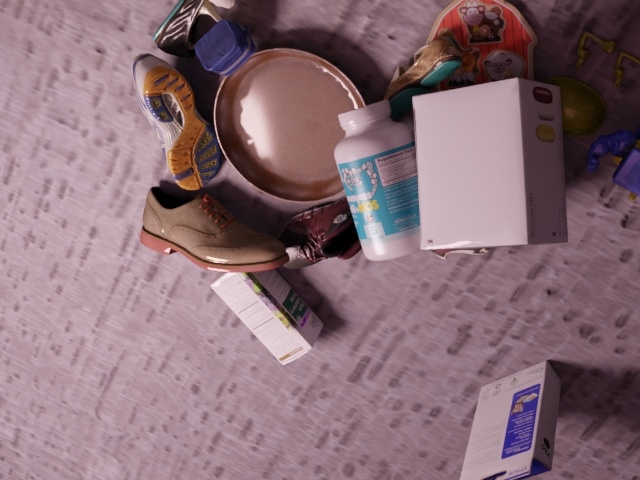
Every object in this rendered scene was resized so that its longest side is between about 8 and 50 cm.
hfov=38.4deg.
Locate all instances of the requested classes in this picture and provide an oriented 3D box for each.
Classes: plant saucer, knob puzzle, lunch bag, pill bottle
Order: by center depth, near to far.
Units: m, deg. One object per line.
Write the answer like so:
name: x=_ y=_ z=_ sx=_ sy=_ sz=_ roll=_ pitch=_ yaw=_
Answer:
knob puzzle: x=0.269 y=-0.332 z=1.560 sx=0.213 sy=0.030 sz=0.213 roll=9 pitch=122 yaw=15
pill bottle: x=0.112 y=-0.107 z=1.609 sx=0.146 sy=0.146 sz=0.264 roll=-14 pitch=97 yaw=26
lunch bag: x=-0.165 y=-0.347 z=1.649 sx=0.098 sy=0.065 sz=0.067 roll=-36 pitch=70 yaw=26
plant saucer: x=-0.047 y=-0.217 z=1.727 sx=0.311 sy=0.050 sz=0.310 roll=9 pitch=121 yaw=15

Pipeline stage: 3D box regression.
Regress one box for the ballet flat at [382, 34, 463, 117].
ballet flat: x=0.170 y=-0.287 z=1.599 sx=0.206 sy=0.073 sz=0.067 roll=-34 pitch=62 yaw=46

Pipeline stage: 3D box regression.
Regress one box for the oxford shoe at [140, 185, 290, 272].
oxford shoe: x=-0.219 y=-0.024 z=1.835 sx=0.348 sy=0.123 sz=0.130 roll=13 pitch=112 yaw=24

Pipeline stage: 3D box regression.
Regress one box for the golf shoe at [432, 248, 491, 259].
golf shoe: x=0.306 y=-0.042 z=1.692 sx=0.273 sy=0.105 sz=0.120 roll=-13 pitch=130 yaw=32

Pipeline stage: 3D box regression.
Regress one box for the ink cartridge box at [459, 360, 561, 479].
ink cartridge box: x=0.365 y=0.375 z=1.761 sx=0.165 sy=0.332 sz=0.065 roll=-29 pitch=106 yaw=32

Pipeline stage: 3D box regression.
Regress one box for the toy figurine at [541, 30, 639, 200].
toy figurine: x=0.519 y=-0.155 z=1.465 sx=0.363 sy=0.217 sz=0.191 roll=30 pitch=124 yaw=-1

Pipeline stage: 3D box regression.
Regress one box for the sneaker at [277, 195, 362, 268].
sneaker: x=0.000 y=0.000 z=1.768 sx=0.281 sy=0.162 sz=0.106 roll=-32 pitch=105 yaw=31

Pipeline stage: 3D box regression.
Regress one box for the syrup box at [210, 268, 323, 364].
syrup box: x=-0.109 y=0.136 z=1.929 sx=0.096 sy=0.093 sz=0.237 roll=-34 pitch=104 yaw=31

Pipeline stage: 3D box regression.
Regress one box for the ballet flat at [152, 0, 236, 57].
ballet flat: x=-0.203 y=-0.431 z=1.636 sx=0.096 sy=0.095 sz=0.280 roll=31 pitch=135 yaw=-12

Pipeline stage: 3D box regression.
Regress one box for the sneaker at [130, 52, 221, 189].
sneaker: x=-0.278 y=-0.234 z=1.777 sx=0.112 sy=0.131 sz=0.296 roll=-27 pitch=136 yaw=-15

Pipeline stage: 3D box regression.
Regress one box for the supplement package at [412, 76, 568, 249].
supplement package: x=0.280 y=-0.119 z=1.518 sx=0.204 sy=0.145 sz=0.261 roll=-4 pitch=90 yaw=41
